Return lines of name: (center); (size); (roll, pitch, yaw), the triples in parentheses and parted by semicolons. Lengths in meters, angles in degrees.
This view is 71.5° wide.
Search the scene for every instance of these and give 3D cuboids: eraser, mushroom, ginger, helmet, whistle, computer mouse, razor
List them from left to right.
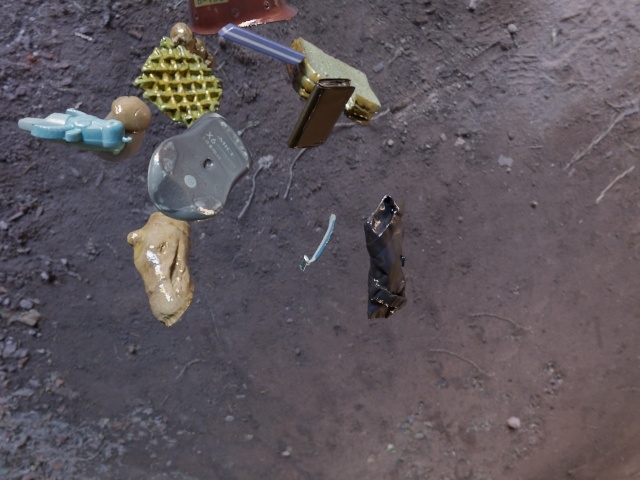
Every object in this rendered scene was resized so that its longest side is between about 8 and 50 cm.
whistle: (-0.631, -0.283, 1.157); (0.274, 0.186, 0.093); (8, 117, -6)
mushroom: (-0.682, -0.364, 1.529); (0.154, 0.137, 0.407); (36, 155, -28)
ginger: (-0.414, 0.066, 1.190); (0.126, 0.354, 0.190); (-35, 149, 25)
ginger: (-0.416, -0.630, 1.470); (0.080, 0.104, 0.204); (-23, 158, 12)
computer mouse: (-0.230, -0.165, 0.924); (0.090, 0.379, 0.167); (-18, 115, 36)
helmet: (-0.285, -0.851, 1.485); (0.385, 0.337, 0.230); (9, 131, 25)
eraser: (-0.150, -0.511, 1.159); (0.225, 0.082, 0.036); (13, 114, -25)
razor: (0.003, 0.002, 1.246); (0.037, 0.191, 0.068); (31, 149, 2)

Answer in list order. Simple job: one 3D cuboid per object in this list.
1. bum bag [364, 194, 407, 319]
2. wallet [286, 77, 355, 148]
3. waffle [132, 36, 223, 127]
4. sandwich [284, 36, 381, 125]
bum bag: (0.148, 0.048, 1.008); (0.137, 0.074, 0.310); (-25, 117, -42)
wallet: (-0.002, -0.296, 1.053); (0.110, 0.031, 0.198); (-15, 155, -34)
waffle: (-0.347, -0.391, 1.130); (0.204, 0.223, 0.054); (33, 146, -28)
sandwich: (0.036, -0.467, 1.331); (0.273, 0.249, 0.095); (16, 130, -30)
